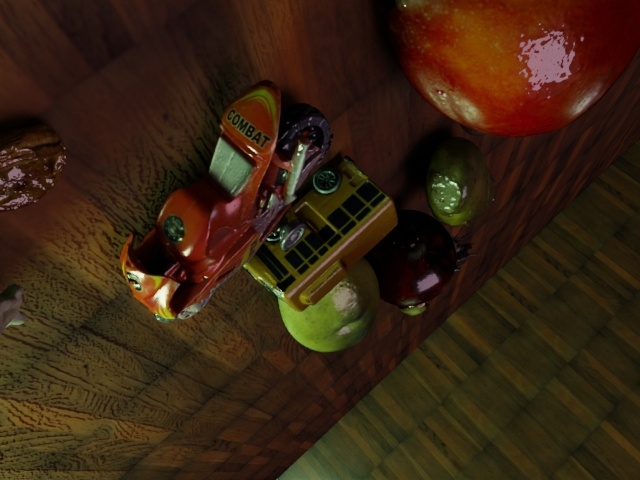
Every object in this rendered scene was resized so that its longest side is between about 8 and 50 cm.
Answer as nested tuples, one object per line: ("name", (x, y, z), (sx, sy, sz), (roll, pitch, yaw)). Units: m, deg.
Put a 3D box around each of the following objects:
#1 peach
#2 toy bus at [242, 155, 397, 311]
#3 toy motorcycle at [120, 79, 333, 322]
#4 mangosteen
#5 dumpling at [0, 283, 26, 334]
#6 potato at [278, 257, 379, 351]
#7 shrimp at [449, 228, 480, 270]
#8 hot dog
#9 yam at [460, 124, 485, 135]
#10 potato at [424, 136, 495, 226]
("peach", (0.236, -0.236, 0.580), (0.362, 0.201, 0.257), (-26, 152, -44))
("toy bus", (0.000, 0.000, 0.711), (0.201, 0.114, 0.098), (-42, 157, -6))
("toy motorcycle", (-0.100, -0.018, 0.541), (0.298, 0.089, 0.171), (-52, 156, 15))
("mangosteen", (0.161, 0.044, 0.967), (0.200, 0.200, 0.200), (-37, 156, -19))
("dumpling", (-0.297, 0.103, 0.359), (0.258, 0.147, 0.193), (-27, -161, 18))
("potato", (0.014, 0.093, 0.871), (0.169, 0.143, 0.248), (-36, 148, -11))
("shrimp", (0.245, 0.039, 1.199), (0.343, 0.116, 0.145), (-13, 143, -40))
("hot dog", (-0.213, -0.050, 0.363), (0.083, 0.035, 0.058), (-29, 156, -34))
("yam", (0.241, -0.210, 0.806), (0.084, 0.084, 0.127), (-47, 157, 6))
("potato", (0.236, -0.099, 0.928), (0.251, 0.113, 0.149), (7, 88, -62))
